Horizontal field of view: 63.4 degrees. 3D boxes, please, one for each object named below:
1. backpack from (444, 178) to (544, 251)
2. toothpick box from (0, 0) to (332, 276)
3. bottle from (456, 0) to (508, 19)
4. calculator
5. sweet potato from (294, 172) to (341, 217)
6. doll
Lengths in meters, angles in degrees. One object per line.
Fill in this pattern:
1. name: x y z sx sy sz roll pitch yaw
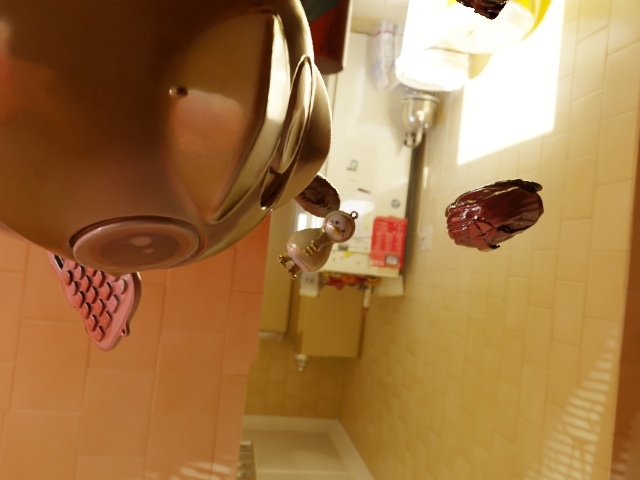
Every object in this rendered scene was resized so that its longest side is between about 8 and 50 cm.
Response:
1. backpack: 0.374 -0.051 1.135 0.229 0.138 0.229 -15 172 -2
2. toothpick box: -0.217 -0.165 0.569 0.425 0.408 0.409 18 180 8
3. bottle: 0.378 -0.594 1.195 0.143 0.156 0.271 -21 -154 12
4. calculator: -0.404 0.040 0.918 0.048 0.220 0.329 -4 -131 -50
5. sweet potato: -0.055 -0.183 1.639 0.131 0.130 0.423 5 158 39
6. doll: -0.001 0.001 1.642 0.296 0.141 0.117 -39 179 12
